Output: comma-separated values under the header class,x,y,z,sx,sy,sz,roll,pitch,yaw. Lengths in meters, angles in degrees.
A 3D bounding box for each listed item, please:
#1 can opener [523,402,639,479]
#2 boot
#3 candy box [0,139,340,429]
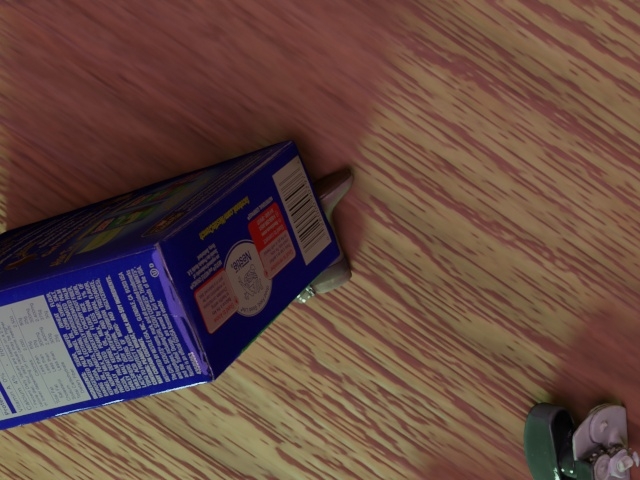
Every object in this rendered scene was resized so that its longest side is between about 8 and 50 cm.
class,x,y,z,sx,sy,sz,roll,pitch,yaw
can opener,0.247,0.269,1.422,0.093,0.074,0.280,9,115,47
boot,0.000,0.000,1.382,0.118,0.042,0.087,-29,108,22
candy box,-0.183,0.045,1.290,0.317,0.268,0.122,-14,104,26
